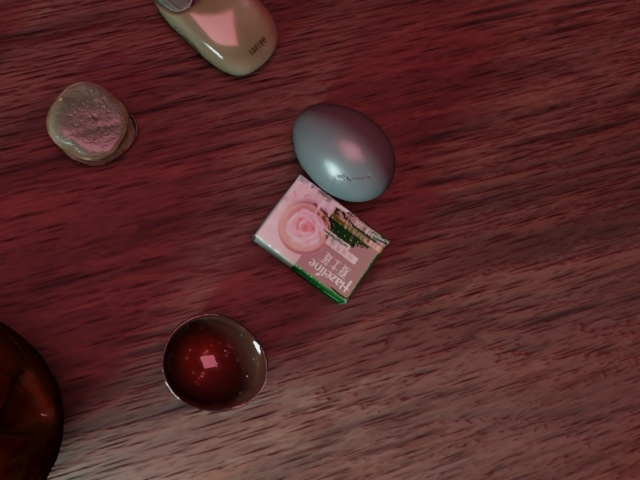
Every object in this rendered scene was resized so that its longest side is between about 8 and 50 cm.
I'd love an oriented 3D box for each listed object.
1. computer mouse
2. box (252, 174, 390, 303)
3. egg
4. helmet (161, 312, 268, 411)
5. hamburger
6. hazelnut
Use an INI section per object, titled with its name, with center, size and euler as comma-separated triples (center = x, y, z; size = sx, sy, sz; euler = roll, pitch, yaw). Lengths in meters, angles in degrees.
[computer mouse]
center = -0.181, -0.397, 1.574
size = 0.145, 0.082, 0.236
euler = -44, 91, -10
[box]
center = 0.000, 0.000, 1.549
size = 0.199, 0.081, 0.135
euler = 35, 79, 0
[egg]
center = 0.039, -0.152, 1.539
size = 0.198, 0.146, 0.146
euler = 38, 79, 12
[helmet]
center = -0.177, 0.199, 1.482
size = 0.175, 0.106, 0.155
euler = 15, 83, -11
[hamburger]
center = -0.389, -0.195, 1.526
size = 0.140, 0.062, 0.133
euler = 34, 75, -1
[hazelnut]
center = -0.594, 0.278, 1.293
size = 0.429, 0.402, 0.402
euler = -24, 87, -5
